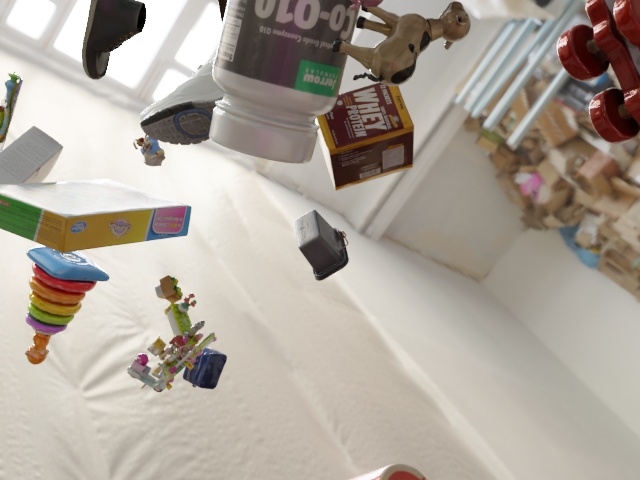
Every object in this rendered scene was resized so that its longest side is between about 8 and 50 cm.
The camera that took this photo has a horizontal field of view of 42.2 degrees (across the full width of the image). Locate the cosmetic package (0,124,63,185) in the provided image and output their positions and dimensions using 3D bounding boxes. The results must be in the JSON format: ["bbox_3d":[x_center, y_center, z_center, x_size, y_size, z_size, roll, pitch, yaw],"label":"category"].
[{"bbox_3d":[-0.639,-0.130,1.716,0.086,0.117,0.231,36,-141,-9],"label":"cosmetic package"}]

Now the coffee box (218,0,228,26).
[{"bbox_3d":[-0.166,-0.514,1.968,0.141,0.246,0.098,-7,-133,-2],"label":"coffee box"}]

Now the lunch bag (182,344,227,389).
[{"bbox_3d":[-0.264,0.286,1.865,0.065,0.098,0.067,21,177,35],"label":"lunch bag"}]

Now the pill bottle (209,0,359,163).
[{"bbox_3d":[-0.054,-0.316,1.302,0.204,0.360,0.204,13,-166,-3],"label":"pill bottle"}]

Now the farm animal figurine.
[{"bbox_3d":[0.174,-0.386,1.140,0.172,0.330,0.327,26,-147,14],"label":"farm animal figurine"}]

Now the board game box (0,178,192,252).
[{"bbox_3d":[-0.437,-0.054,1.561,0.242,0.064,0.317,17,-165,30],"label":"board game box"}]

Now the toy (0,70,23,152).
[{"bbox_3d":[-0.879,-0.346,2.266,0.056,0.237,0.137,19,-170,-35],"label":"toy"}]

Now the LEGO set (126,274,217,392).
[{"bbox_3d":[-0.263,0.167,1.586,0.132,0.107,0.287,36,-148,-20],"label":"LEGO set"}]

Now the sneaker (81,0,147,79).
[{"bbox_3d":[-0.468,-0.452,1.883,0.118,0.222,0.083,20,-145,4],"label":"sneaker"}]

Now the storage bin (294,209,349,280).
[{"bbox_3d":[0.000,0.000,1.738,0.091,0.098,0.135,51,-164,-33],"label":"storage bin"}]

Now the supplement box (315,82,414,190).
[{"bbox_3d":[0.097,-0.232,1.841,0.194,0.192,0.129,77,176,-67],"label":"supplement box"}]

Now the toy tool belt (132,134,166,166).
[{"bbox_3d":[-0.359,-0.200,1.764,0.052,0.051,0.083,-11,-122,-46],"label":"toy tool belt"}]

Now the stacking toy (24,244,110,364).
[{"bbox_3d":[-0.672,0.174,2.079,0.166,0.301,0.175,29,-167,35],"label":"stacking toy"}]

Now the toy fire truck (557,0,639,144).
[{"bbox_3d":[0.579,-0.311,1.432,0.254,0.169,0.302,-23,-94,-32],"label":"toy fire truck"}]

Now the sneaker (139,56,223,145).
[{"bbox_3d":[-0.215,-0.284,1.614,0.129,0.297,0.111,59,169,35],"label":"sneaker"}]

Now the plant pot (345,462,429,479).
[{"bbox_3d":[0.140,0.665,1.958,0.275,0.243,0.274,26,-140,-24],"label":"plant pot"}]
